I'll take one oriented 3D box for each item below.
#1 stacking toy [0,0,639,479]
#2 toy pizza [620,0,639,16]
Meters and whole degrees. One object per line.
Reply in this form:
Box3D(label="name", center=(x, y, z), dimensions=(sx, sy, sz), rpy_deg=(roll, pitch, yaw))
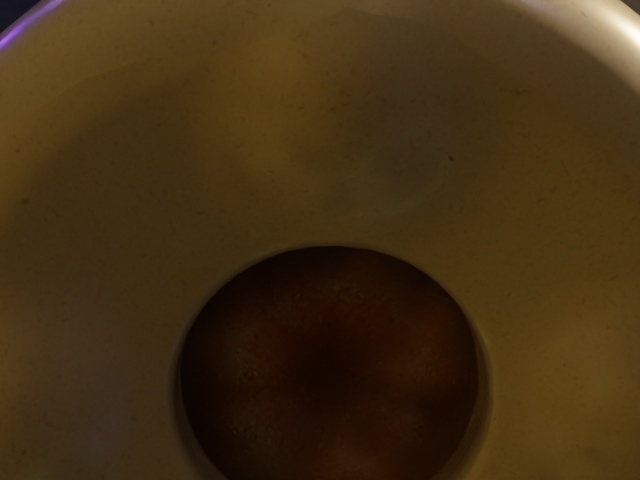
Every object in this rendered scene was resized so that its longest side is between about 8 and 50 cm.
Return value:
Box3D(label="stacking toy", center=(0.000, 0.000, 0.864), dimensions=(0.350, 0.480, 0.351), rpy_deg=(0, -74, -1))
Box3D(label="toy pizza", center=(0.154, -0.188, 0.946), dimensions=(0.032, 0.201, 0.201), rpy_deg=(107, -39, -70))
